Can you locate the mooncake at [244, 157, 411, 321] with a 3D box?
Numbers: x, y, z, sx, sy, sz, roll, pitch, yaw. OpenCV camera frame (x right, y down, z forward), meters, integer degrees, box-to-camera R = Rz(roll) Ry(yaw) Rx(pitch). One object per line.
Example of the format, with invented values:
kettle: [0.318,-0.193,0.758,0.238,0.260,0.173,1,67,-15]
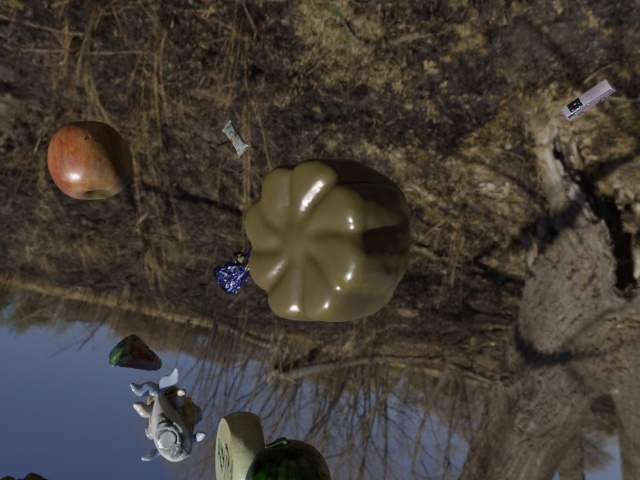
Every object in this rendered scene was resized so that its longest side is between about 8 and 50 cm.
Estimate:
mooncake: [0.000,0.000,1.089,0.378,0.378,0.201,8,-177,37]

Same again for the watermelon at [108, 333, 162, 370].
watermelon: [-0.493,0.305,1.352,0.139,0.071,0.187,27,178,-11]

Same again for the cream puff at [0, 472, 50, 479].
cream puff: [-0.615,0.593,0.992,0.244,0.244,0.196,20,145,-29]

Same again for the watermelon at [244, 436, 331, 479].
watermelon: [-0.069,0.510,1.053,0.188,0.214,0.188,-3,-177,0]

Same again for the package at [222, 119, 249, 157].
package: [-0.205,-0.246,1.193,0.015,0.037,0.110,22,-152,-54]

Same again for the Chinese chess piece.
Chinese chess piece: [-0.225,0.609,1.387,0.101,0.250,0.250,4,175,-21]

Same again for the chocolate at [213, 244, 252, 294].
chocolate: [-0.250,0.062,1.786,0.343,0.126,0.148,-39,140,28]

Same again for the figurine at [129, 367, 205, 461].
figurine: [-0.312,0.366,1.030,0.128,0.208,0.184,-16,-167,-12]

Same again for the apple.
apple: [-0.554,-0.194,1.199,0.188,0.174,0.188,-9,175,-1]

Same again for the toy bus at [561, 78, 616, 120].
toy bus: [0.699,-0.367,1.301,0.052,0.037,0.131,-5,156,-47]
